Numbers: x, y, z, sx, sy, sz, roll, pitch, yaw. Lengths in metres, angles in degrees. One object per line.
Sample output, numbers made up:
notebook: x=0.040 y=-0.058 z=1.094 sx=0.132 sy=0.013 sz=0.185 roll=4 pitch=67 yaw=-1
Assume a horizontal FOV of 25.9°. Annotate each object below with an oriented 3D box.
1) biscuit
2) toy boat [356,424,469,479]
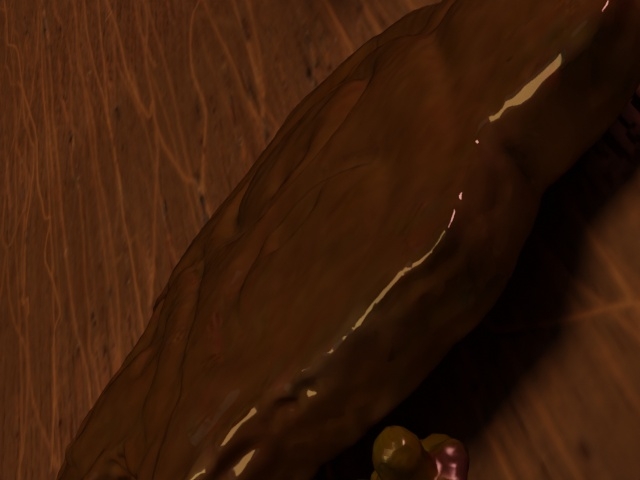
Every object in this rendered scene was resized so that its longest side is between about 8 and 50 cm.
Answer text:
biscuit: x=-0.003 y=-0.003 z=0.615 sx=0.376 sy=0.051 sz=0.269 roll=-46 pitch=19 yaw=18
toy boat: x=-0.030 y=0.169 z=0.490 sx=0.318 sy=0.099 sz=0.141 roll=-47 pitch=25 yaw=33
